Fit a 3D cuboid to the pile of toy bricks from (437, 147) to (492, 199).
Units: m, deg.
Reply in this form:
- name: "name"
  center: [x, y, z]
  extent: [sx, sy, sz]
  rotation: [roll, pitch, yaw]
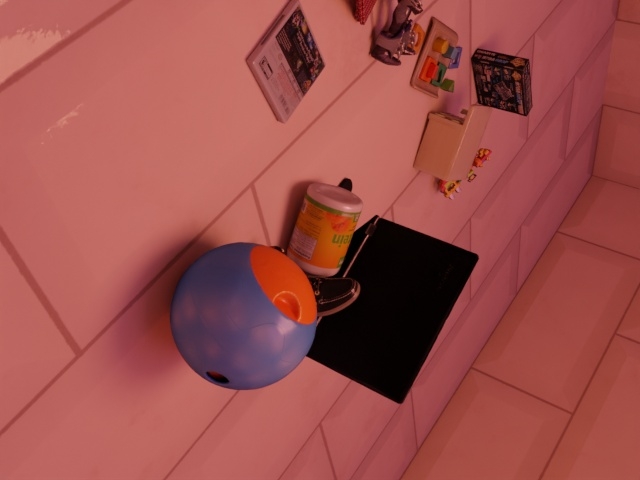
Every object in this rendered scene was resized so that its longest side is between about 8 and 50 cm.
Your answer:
- name: "pile of toy bricks"
  center: [0.439, -0.245, 2.393]
  extent: [0.212, 0.118, 0.105]
  rotation: [-46, 119, -6]

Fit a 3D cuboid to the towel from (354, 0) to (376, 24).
- name: "towel"
  center: [0.120, -0.586, 1.559]
  extent: [0.199, 0.031, 0.275]
  rotation: [-63, 175, -1]

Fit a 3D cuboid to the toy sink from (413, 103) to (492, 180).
- name: "toy sink"
  center: [0.391, -0.309, 2.214]
  extent: [0.152, 0.131, 0.234]
  rotation: [-12, 125, -56]

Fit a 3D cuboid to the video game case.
- name: "video game case"
  center: [-0.065, -0.364, 1.520]
  extent: [0.173, 0.022, 0.190]
  rotation: [-57, 149, -18]

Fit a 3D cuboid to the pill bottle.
- name: "pill bottle"
  center: [0.000, 0.000, 1.750]
  extent: [0.136, 0.136, 0.246]
  rotation: [-13, 127, -56]

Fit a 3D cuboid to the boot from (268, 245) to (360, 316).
- name: "boot"
  center: [-0.047, 0.088, 1.654]
  extent: [0.085, 0.236, 0.179]
  rotation: [-83, 154, -45]

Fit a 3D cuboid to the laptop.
- name: "laptop"
  center: [0.124, 0.164, 1.793]
  extent: [0.382, 0.236, 0.408]
  rotation: [-59, -175, -15]

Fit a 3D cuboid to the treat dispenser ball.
- name: "treat dispenser ball"
  center: [-0.150, 0.147, 1.454]
  extent: [0.288, 0.288, 0.288]
  rotation: [-38, 140, -42]

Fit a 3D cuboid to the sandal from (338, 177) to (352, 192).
- name: "sandal"
  center: [0.040, -0.083, 1.869]
  extent: [0.179, 0.040, 0.067]
  rotation: [-56, 149, -21]

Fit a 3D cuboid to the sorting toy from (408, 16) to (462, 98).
- name: "sorting toy"
  center: [0.330, -0.501, 2.063]
  extent: [0.347, 0.047, 0.196]
  rotation: [1, 109, -59]

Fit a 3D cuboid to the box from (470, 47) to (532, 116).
- name: "box"
  center: [0.576, -0.498, 2.347]
  extent: [0.051, 0.175, 0.220]
  rotation: [-57, 149, -19]

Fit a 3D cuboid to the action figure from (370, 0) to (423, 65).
- name: "action figure"
  center: [0.200, -0.556, 1.724]
  extent: [0.185, 0.099, 0.285]
  rotation: [-63, 169, -46]
